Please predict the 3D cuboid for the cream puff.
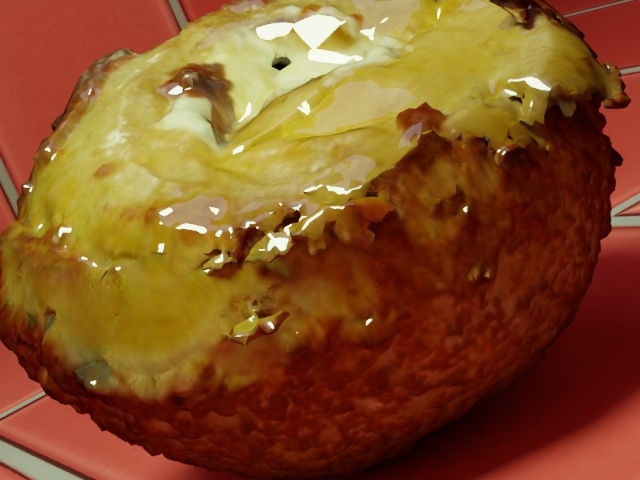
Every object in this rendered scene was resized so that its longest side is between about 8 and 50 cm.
[{"bbox_3d":[-0.002,-0.002,0.827,0.350,0.228,0.350,-13,34,9],"label":"cream puff"}]
